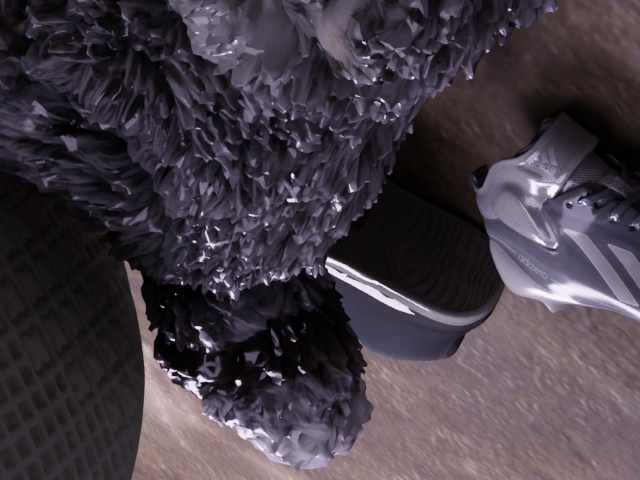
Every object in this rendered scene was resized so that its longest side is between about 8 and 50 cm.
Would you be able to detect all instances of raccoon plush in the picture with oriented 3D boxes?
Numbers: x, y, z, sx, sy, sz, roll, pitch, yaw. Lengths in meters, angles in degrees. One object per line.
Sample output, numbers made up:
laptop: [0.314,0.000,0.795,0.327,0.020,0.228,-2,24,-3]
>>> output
raccoon plush: [0.033,-0.046,0.723,0.299,0.216,0.446,15,152,41]

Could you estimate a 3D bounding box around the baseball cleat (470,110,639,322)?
baseball cleat: [0.152,-0.008,0.776,0.206,0.072,0.109,2,128,46]

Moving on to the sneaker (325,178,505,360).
sneaker: [0.000,0.000,0.979,0.222,0.083,0.118,35,155,8]

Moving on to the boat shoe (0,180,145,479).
boat shoe: [-0.213,-0.015,0.855,0.187,0.156,0.500,51,-166,-48]
